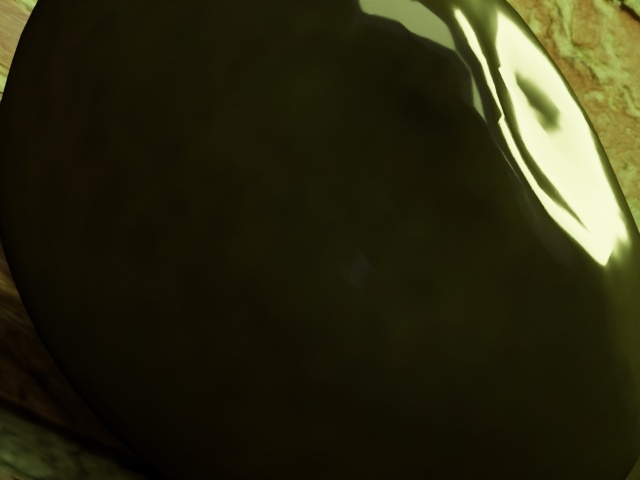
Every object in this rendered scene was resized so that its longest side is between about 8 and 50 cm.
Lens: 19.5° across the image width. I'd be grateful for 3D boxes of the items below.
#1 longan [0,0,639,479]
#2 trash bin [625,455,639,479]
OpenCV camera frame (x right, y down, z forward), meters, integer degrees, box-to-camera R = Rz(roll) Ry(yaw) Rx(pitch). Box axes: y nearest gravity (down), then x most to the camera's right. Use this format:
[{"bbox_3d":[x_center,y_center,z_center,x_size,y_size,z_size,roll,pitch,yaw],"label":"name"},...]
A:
[{"bbox_3d":[0.000,0.000,0.859,0.350,0.288,0.288,48,13,2],"label":"longan"},{"bbox_3d":[0.212,0.122,1.303,0.243,0.121,0.247,39,17,14],"label":"trash bin"}]
